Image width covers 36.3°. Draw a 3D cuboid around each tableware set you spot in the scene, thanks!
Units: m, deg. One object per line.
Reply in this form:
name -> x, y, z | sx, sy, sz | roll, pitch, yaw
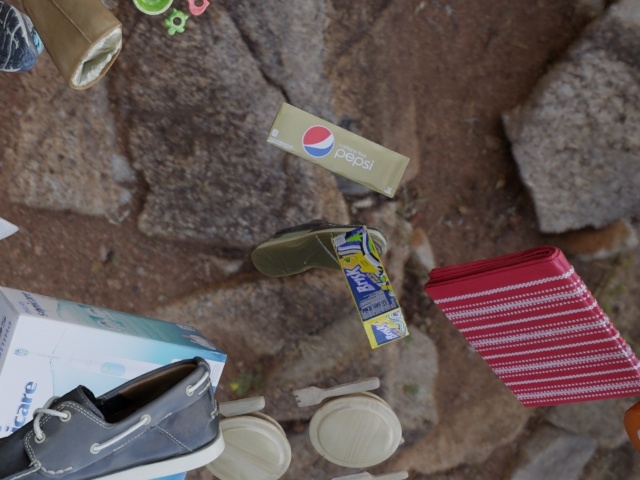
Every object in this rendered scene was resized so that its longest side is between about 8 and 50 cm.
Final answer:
tableware set -> -0.019, 0.183, 0.928 | 0.194, 0.039, 0.128 | -12, 119, 10

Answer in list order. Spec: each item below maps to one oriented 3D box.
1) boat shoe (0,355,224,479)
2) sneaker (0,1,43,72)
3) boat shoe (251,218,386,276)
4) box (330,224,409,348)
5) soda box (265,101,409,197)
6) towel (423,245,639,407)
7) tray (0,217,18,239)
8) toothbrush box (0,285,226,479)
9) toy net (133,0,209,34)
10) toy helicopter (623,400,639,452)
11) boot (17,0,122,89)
boat shoe -> -0.186, 0.142, 0.712 | 0.233, 0.084, 0.079 | -12, 111, -24
sneaker -> -0.556, -0.380, 1.802 | 0.122, 0.283, 0.110 | 15, 109, -40
boat shoe -> 0.000, 0.001, 1.498 | 0.080, 0.224, 0.073 | 60, 33, -33
box -> 0.064, 0.059, 1.304 | 0.054, 0.169, 0.059 | -20, 133, 1
soda box -> 0.022, -0.119, 1.279 | 0.181, 0.061, 0.058 | 23, 96, -3
towel -> 0.280, 0.116, 1.247 | 0.275, 0.199, 0.031 | 48, 47, -28
tray -> -0.470, -0.025, 1.114 | 0.270, 0.145, 0.030 | 55, 29, -74
toothbrush box -> -0.305, 0.205, 1.295 | 0.295, 0.126, 0.216 | 15, 96, -34
toy net -> -0.204, -0.452, 1.604 | 0.122, 0.045, 0.232 | 39, 95, -26
toy helicopter -> 0.492, 0.237, 1.006 | 0.140, 0.355, 0.235 | -29, 86, -17
boot -> -0.392, -0.415, 1.575 | 0.089, 0.269, 0.236 | 0, 134, -55
